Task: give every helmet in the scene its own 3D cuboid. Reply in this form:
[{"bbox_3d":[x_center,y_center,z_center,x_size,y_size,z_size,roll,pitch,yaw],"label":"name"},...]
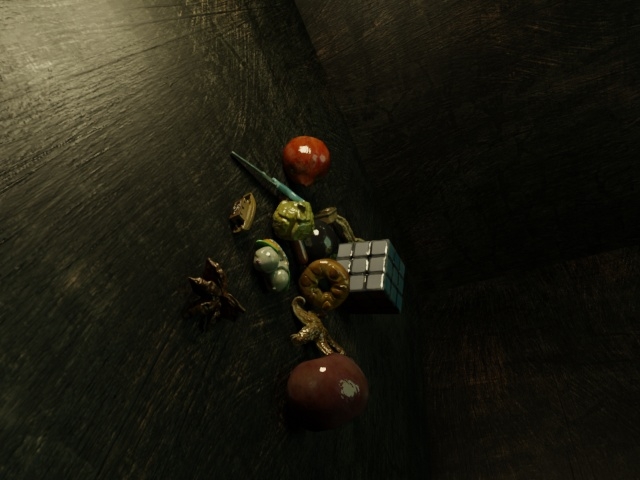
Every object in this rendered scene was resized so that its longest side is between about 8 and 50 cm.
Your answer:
[{"bbox_3d":[0.000,0.000,2.015,0.230,0.160,0.279,33,45,-58],"label":"helmet"}]

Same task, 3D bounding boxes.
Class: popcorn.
[{"bbox_3d":[-0.113,-0.084,1.767,0.187,0.185,0.167,-19,116,-78],"label":"popcorn"}]

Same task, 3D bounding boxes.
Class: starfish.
[{"bbox_3d":[-0.010,0.374,1.713,0.312,0.113,0.303,25,26,-54],"label":"starfish"},{"bbox_3d":[0.178,0.057,2.538,0.432,0.082,0.325,40,49,-53],"label":"starfish"}]

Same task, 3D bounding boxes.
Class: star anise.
[{"bbox_3d":[-0.301,0.153,1.209,0.212,0.111,0.196,25,44,-55],"label":"star anise"}]

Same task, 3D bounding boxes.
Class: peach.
[{"bbox_3d":[-0.070,-0.367,2.041,0.232,0.232,0.257,48,34,-49],"label":"peach"}]

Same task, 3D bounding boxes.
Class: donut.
[{"bbox_3d":[0.021,0.188,1.839,0.114,0.226,0.227,-47,119,-76],"label":"donut"}]

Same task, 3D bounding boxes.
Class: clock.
[{"bbox_3d":[-0.178,0.097,1.558,0.231,0.103,0.144,60,25,-25],"label":"clock"}]

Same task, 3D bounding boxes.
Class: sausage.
[{"bbox_3d":[-0.121,-0.045,1.884,0.053,0.053,0.348,-21,94,-70],"label":"sausage"}]

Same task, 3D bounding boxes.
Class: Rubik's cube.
[{"bbox_3d":[0.256,0.199,2.245,0.305,0.303,0.301,50,43,-50],"label":"Rubik's cube"}]

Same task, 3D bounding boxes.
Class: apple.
[{"bbox_3d":[0.023,0.529,1.499,0.305,0.305,0.235,19,46,-65],"label":"apple"}]

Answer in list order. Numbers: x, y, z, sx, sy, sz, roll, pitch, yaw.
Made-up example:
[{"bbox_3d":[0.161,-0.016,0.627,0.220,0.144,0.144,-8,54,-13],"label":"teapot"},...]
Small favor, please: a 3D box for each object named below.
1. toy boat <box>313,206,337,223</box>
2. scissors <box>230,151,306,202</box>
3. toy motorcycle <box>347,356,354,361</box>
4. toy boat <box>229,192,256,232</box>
[{"bbox_3d":[0.031,-0.130,2.262,0.188,0.115,0.061,-42,117,-65],"label":"toy boat"},{"bbox_3d":[-0.212,-0.256,1.772,0.192,0.029,0.447,43,7,41],"label":"scissors"},{"bbox_3d":[0.132,0.654,1.928,0.093,0.129,0.229,8,50,-45],"label":"toy motorcycle"},{"bbox_3d":[-0.278,-0.104,1.526,0.077,0.057,0.201,51,29,-32],"label":"toy boat"}]
